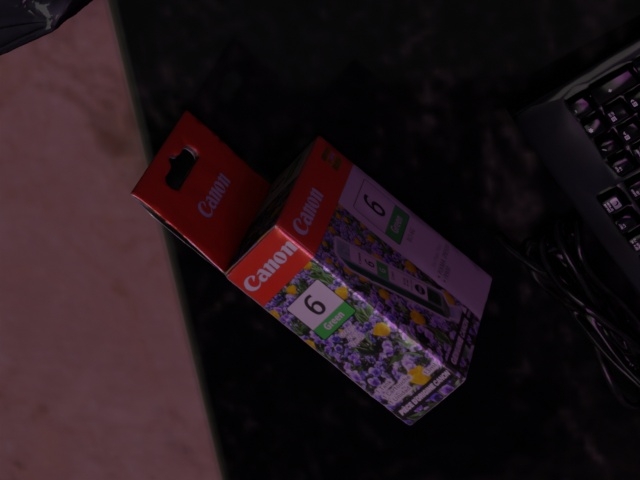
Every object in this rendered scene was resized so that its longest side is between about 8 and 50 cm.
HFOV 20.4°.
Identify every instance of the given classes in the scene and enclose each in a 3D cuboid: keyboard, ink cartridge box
[{"bbox_3d":[0.130,0.027,0.567,0.100,0.038,0.192,-30,108,27],"label":"keyboard"},{"bbox_3d":[0.000,0.000,0.566,0.115,0.063,0.029,40,121,-10],"label":"ink cartridge box"}]

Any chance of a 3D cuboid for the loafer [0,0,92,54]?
[{"bbox_3d":[-0.057,-0.108,0.522,0.170,0.062,0.061,-22,107,22],"label":"loafer"}]
